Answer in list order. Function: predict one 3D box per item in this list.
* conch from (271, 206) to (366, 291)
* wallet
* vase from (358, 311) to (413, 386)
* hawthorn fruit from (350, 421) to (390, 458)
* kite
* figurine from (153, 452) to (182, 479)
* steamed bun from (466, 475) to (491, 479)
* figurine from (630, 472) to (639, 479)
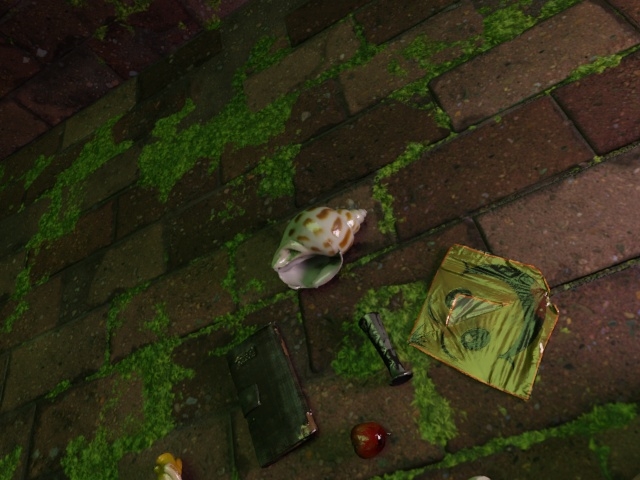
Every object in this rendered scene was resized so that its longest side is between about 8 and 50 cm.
[{"bbox_3d":[0.000,0.000,1.188,0.274,0.183,0.149,-26,20,12],"label":"conch"},{"bbox_3d":[-0.129,0.369,1.120,0.169,0.044,0.317,-35,52,9],"label":"wallet"},{"bbox_3d":[0.145,0.245,1.029,0.059,0.059,0.167,-34,53,8],"label":"vase"},{"bbox_3d":[0.100,0.418,0.950,0.077,0.077,0.077,-13,58,22],"label":"hawthorn fruit"},{"bbox_3d":[0.340,0.170,0.990,0.327,0.013,0.378,-23,57,17],"label":"kite"},{"bbox_3d":[-0.320,0.611,1.045,0.246,0.131,0.156,48,126,37],"label":"figurine"},{"bbox_3d":[0.220,0.562,0.735,0.280,0.207,0.268,-15,53,-11],"label":"steamed bun"},{"bbox_3d":[0.492,0.428,0.645,0.176,0.186,0.288,29,96,7],"label":"figurine"}]
